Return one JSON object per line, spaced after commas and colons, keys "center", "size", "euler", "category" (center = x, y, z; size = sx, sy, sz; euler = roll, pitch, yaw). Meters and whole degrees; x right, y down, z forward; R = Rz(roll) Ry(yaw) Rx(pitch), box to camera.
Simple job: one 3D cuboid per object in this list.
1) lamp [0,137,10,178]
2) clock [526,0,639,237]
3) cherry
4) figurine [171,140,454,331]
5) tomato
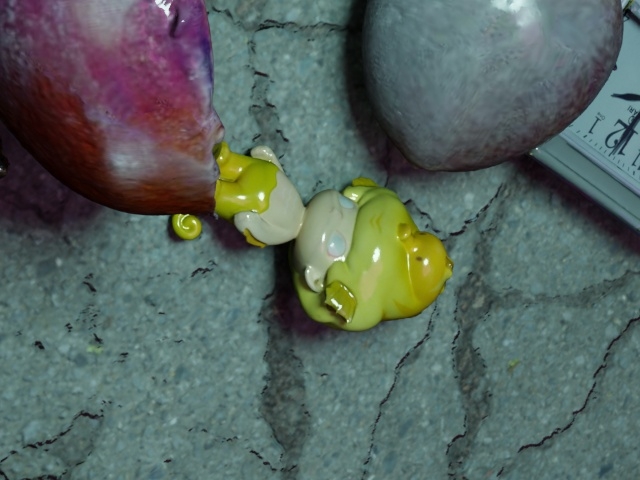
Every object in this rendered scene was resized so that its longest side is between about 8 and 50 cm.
{"center": [-0.368, -0.035, 1.406], "size": [0.274, 0.177, 0.177], "euler": [-28, 120, -17], "category": "lamp"}
{"center": [0.287, -0.121, 1.790], "size": [0.253, 0.083, 0.186], "euler": [33, 91, -34], "category": "clock"}
{"center": [0.141, -0.178, 1.623], "size": [0.213, 0.183, 0.266], "euler": [33, 99, -3], "category": "cherry"}
{"center": [0.000, 0.000, 1.662], "size": [0.246, 0.131, 0.156], "euler": [31, 51, -19], "category": "figurine"}
{"center": [-0.173, -0.144, 1.385], "size": [0.176, 0.335, 0.289], "euler": [-12, 105, -9], "category": "tomato"}
